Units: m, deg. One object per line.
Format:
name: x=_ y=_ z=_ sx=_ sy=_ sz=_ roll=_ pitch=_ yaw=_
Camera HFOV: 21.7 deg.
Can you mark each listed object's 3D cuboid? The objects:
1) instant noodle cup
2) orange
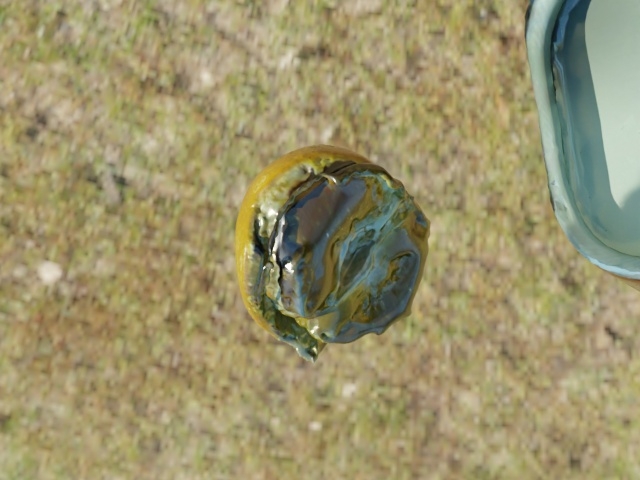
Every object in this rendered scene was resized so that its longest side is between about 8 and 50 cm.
instant noodle cup: x=0.281 y=-0.057 z=0.921 sx=0.294 sy=0.294 sz=0.308 roll=-32 pitch=149 yaw=29
orange: x=0.000 y=0.000 z=1.189 sx=0.160 sy=0.112 sz=0.170 roll=-12 pitch=135 yaw=-38
